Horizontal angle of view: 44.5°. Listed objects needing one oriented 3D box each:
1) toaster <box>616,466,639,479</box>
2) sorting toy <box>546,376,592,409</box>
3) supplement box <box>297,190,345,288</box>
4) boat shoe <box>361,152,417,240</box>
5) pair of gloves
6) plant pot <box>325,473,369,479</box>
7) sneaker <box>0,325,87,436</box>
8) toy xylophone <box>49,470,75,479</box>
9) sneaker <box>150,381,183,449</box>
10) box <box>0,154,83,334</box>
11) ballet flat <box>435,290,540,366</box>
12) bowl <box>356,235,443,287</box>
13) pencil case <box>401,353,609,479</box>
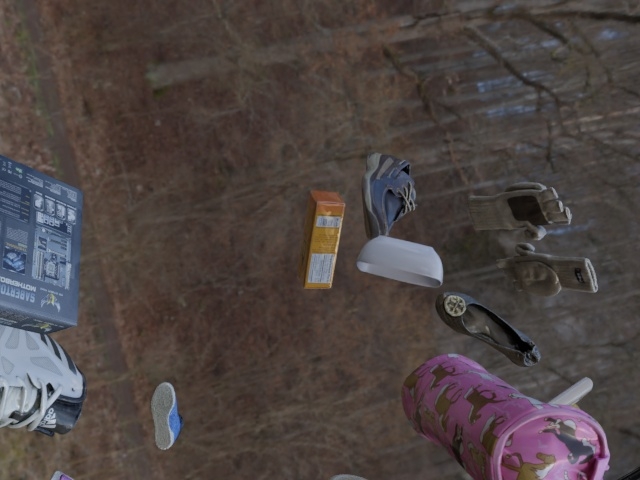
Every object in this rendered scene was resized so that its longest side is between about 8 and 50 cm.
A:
[{"bbox_3d":[0.625,0.493,1.506,0.168,0.185,0.110,19,37,-60],"label":"toaster"},{"bbox_3d":[0.402,0.353,1.440,0.038,0.193,0.208,48,-44,26],"label":"sorting toy"},{"bbox_3d":[0.000,0.000,1.914,0.078,0.080,0.233,-117,-145,-60],"label":"supplement box"},{"bbox_3d":[0.175,-0.124,1.960,0.355,0.130,0.132,-80,165,-55],"label":"boat shoe"},{"bbox_3d":[0.404,-0.001,1.489,0.204,0.042,0.240,-11,-68,50],"label":"pair of gloves"},{"bbox_3d":[0.054,0.603,1.623,0.284,0.284,0.191,-138,-117,-66],"label":"plant pot"},{"bbox_3d":[-0.453,0.216,1.124,0.257,0.169,0.447,38,9,-20],"label":"sneaker"},{"bbox_3d":[-0.499,0.577,1.390,0.236,0.322,0.081,48,9,-18],"label":"toy xylophone"},{"bbox_3d":[-0.358,0.405,1.837,0.084,0.058,0.152,16,71,-85],"label":"sneaker"},{"bbox_3d":[-0.377,-0.007,0.885,0.232,0.059,0.183,27,51,-53],"label":"box"},{"bbox_3d":[0.349,0.181,1.610,0.250,0.084,0.058,34,-18,-5],"label":"ballet flat"},{"bbox_3d":[0.133,0.033,1.270,0.142,0.142,0.053,58,47,-79],"label":"bowl"},{"bbox_3d":[0.246,0.266,1.122,0.167,0.160,0.386,62,-10,-8],"label":"pencil case"}]
